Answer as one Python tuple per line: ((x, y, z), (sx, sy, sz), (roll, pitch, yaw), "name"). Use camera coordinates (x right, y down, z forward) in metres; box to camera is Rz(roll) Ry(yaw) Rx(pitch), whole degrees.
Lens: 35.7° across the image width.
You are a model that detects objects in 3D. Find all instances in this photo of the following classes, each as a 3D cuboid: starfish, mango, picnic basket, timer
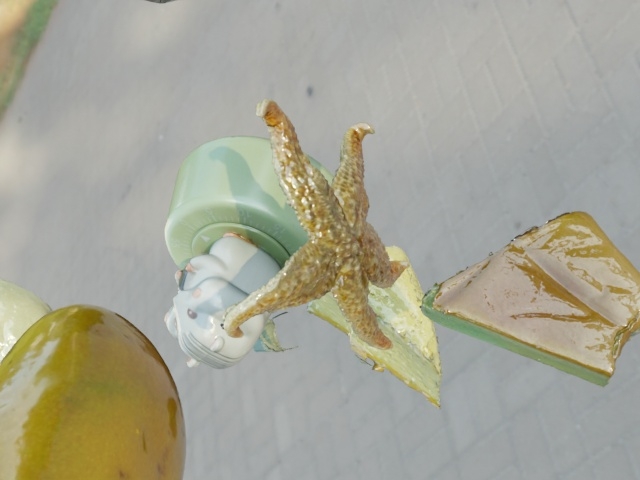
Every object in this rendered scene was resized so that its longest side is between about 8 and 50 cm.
((0.006, 0.001, 1.174), (0.094, 0.327, 0.375), (1, 119, 43), "starfish")
((-0.141, 0.133, 0.565), (0.113, 0.138, 0.253), (-18, 25, 10), "mango")
((-0.081, 0.167, 1.722), (0.083, 0.083, 0.065), (-23, 75, 11), "picnic basket")
((-0.126, 0.048, 1.479), (0.291, 0.291, 0.315), (-39, 24, 46), "timer")

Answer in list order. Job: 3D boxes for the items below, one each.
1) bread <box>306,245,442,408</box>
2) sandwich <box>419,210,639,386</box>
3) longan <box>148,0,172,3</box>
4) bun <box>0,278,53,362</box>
((0.116, 0.201, 2.195), (0.248, 0.279, 0.315), (94, 170, -53), "bread")
((0.278, 0.091, 1.207), (0.212, 0.245, 0.063), (56, 170, 32), "sandwich")
((-0.225, -0.508, 1.308), (0.391, 0.391, 0.391), (-35, 47, 49), "longan")
((-0.326, 0.131, 1.039), (0.111, 0.164, 0.188), (-56, -26, -39), "bun")
